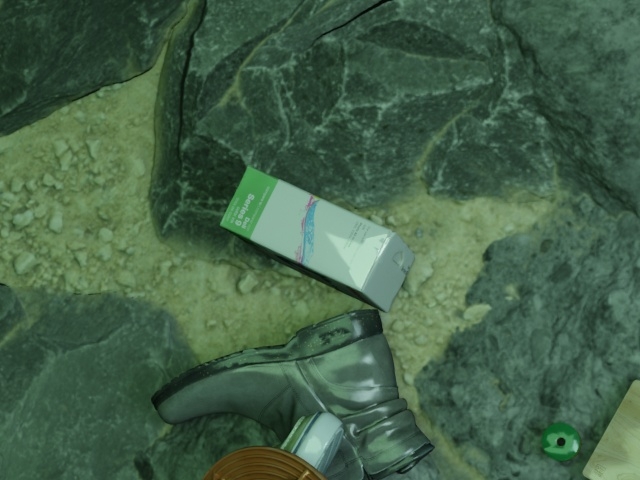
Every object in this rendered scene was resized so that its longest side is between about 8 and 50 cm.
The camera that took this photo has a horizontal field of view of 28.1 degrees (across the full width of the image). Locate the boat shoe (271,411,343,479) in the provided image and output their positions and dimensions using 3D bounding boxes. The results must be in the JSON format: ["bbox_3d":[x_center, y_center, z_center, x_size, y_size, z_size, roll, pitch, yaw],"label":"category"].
[{"bbox_3d":[-0.069,0.304,1.548,0.094,0.109,0.302,36,125,9],"label":"boat shoe"}]

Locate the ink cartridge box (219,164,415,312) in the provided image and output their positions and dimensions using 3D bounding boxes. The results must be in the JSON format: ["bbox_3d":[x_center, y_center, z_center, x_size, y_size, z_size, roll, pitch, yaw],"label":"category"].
[{"bbox_3d":[0.000,0.000,1.641,0.212,0.154,0.093,23,84,19],"label":"ink cartridge box"}]

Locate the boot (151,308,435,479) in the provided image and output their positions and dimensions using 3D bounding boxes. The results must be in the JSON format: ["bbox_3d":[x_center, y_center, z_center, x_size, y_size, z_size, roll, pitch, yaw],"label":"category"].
[{"bbox_3d":[-0.043,0.238,1.627,0.338,0.118,0.223,-21,82,19],"label":"boot"}]

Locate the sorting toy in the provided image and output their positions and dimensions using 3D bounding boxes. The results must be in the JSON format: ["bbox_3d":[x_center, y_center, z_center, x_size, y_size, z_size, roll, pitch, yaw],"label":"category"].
[{"bbox_3d":[0.410,0.260,1.520,0.274,0.046,0.132,29,86,20],"label":"sorting toy"}]

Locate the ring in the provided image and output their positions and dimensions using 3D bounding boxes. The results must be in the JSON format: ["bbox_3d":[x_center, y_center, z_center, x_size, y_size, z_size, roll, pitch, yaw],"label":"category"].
[{"bbox_3d":[-0.058,0.403,1.459,0.336,0.032,0.336,4,95,44],"label":"ring"}]
